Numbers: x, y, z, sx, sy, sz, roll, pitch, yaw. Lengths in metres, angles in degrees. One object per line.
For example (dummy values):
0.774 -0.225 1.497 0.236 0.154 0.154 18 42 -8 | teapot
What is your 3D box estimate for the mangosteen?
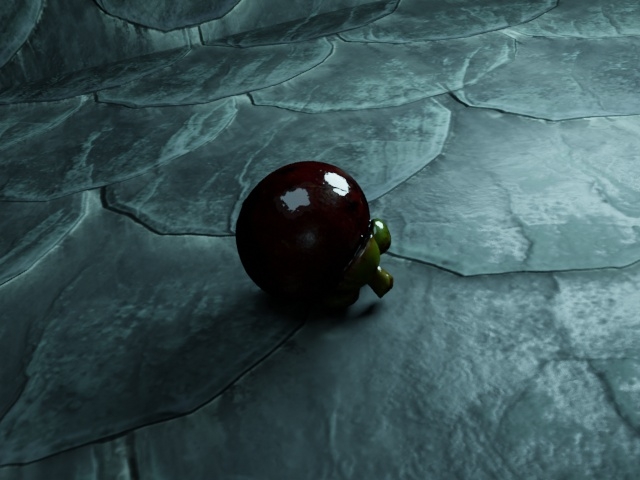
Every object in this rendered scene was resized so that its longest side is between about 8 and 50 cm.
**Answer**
0.000 0.000 0.820 0.200 0.199 0.199 -8 30 4 | mangosteen
